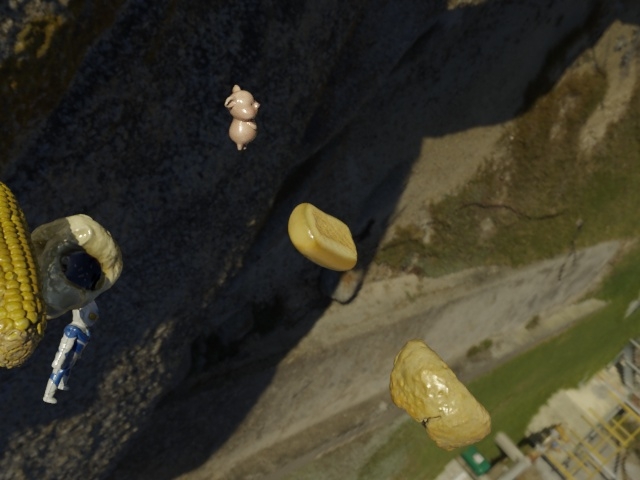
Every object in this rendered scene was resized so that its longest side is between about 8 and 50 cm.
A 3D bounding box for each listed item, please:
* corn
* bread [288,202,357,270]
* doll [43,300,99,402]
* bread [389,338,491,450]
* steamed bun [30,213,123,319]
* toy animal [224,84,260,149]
[{"bbox_3d":[-0.441,0.026,0.902,0.119,0.322,0.119,-24,150,-15],"label":"corn"},{"bbox_3d":[0.000,0.000,1.664,0.098,0.147,0.217,-35,141,24],"label":"bread"},{"bbox_3d":[-0.495,0.208,1.352,0.114,0.057,0.227,-52,160,-85],"label":"doll"},{"bbox_3d":[0.233,0.323,1.386,0.134,0.244,0.244,-43,151,-3],"label":"bread"},{"bbox_3d":[-0.441,0.060,1.156,0.172,0.155,0.141,-14,133,24],"label":"steamed bun"},{"bbox_3d":[-0.186,-0.288,1.588,0.089,0.083,0.150,-10,109,-19],"label":"toy animal"}]
